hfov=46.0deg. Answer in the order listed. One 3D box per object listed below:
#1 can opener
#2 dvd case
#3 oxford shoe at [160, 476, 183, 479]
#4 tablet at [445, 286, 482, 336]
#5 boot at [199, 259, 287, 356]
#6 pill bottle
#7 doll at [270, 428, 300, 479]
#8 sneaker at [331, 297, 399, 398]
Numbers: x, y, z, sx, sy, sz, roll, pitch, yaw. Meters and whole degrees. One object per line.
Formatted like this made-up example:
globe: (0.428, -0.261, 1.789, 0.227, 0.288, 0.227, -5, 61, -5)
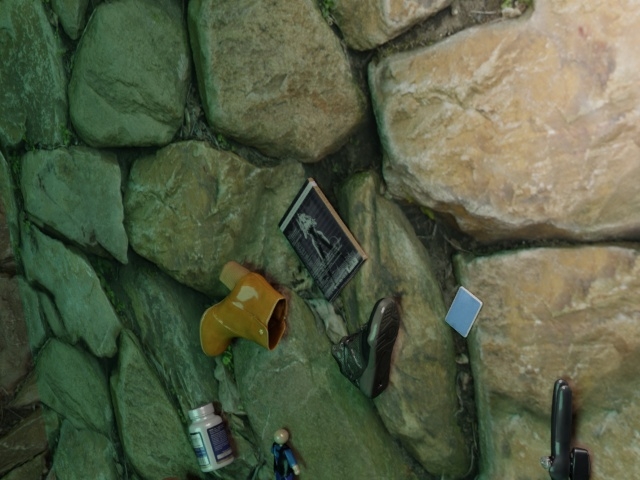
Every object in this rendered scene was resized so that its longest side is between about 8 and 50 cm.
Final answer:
can opener: (0.401, 0.320, 1.249, 0.059, 0.073, 0.186, -121, 26, -83)
dvd case: (0.000, 0.000, 1.619, 0.221, 0.018, 0.164, 55, 136, 20)
oxford shoe: (-0.319, 0.796, 2.157, 0.397, 0.140, 0.146, 11, 140, 41)
tablet: (0.261, 0.130, 1.375, 0.054, 0.006, 0.083, 42, 128, 33)
boot: (-0.186, 0.213, 1.824, 0.211, 0.104, 0.295, 38, 123, 35)
pill bottle: (-0.304, 0.535, 2.058, 0.094, 0.094, 0.169, -22, 84, 49)
doll: (-0.090, 0.558, 1.863, 0.129, 0.046, 0.189, 7, 100, 57)
sneaker: (0.086, 0.201, 1.530, 0.130, 0.087, 0.227, 29, 127, 32)
